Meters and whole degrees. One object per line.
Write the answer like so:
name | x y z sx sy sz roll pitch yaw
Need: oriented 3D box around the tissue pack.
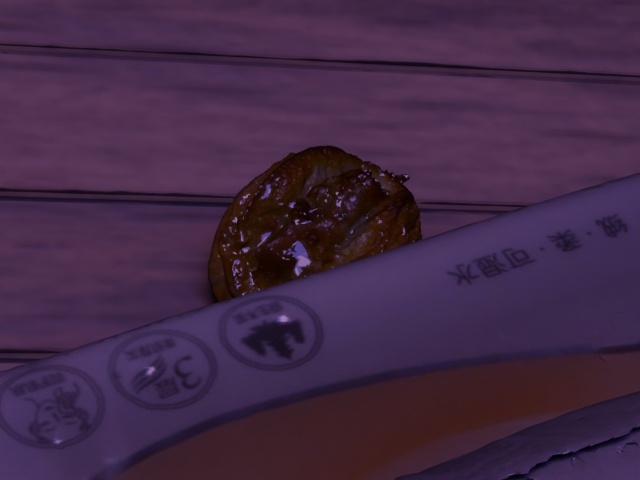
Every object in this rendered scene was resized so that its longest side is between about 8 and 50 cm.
tissue pack | 0.064 0.088 0.468 0.305 0.238 0.238 -16 65 -24

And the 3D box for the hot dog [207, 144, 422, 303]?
hot dog | 0.000 0.000 0.616 0.058 0.035 0.083 38 57 14
